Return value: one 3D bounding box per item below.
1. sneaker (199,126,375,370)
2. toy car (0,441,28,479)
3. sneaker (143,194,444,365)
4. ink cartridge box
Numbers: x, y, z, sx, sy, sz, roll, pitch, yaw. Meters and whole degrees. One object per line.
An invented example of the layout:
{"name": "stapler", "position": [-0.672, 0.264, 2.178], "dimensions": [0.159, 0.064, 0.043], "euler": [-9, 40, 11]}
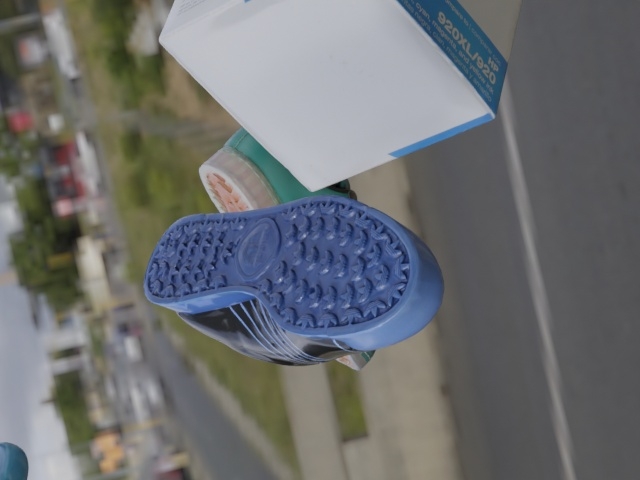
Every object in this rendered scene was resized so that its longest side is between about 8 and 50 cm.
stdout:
{"name": "sneaker", "position": [0.000, 0.000, 1.810], "dimensions": [0.108, 0.121, 0.302], "euler": [25, 152, 48]}
{"name": "toy car", "position": [-0.237, 0.180, 1.105], "dimensions": [0.159, 0.182, 0.136], "euler": [-28, 80, 53]}
{"name": "sneaker", "position": [0.000, 0.028, 1.004], "dimensions": [0.232, 0.090, 0.081], "euler": [6, 71, 53]}
{"name": "ink cartridge box", "position": [0.030, -0.190, 1.274], "dimensions": [0.168, 0.171, 0.233], "euler": [44, -136, -29]}
